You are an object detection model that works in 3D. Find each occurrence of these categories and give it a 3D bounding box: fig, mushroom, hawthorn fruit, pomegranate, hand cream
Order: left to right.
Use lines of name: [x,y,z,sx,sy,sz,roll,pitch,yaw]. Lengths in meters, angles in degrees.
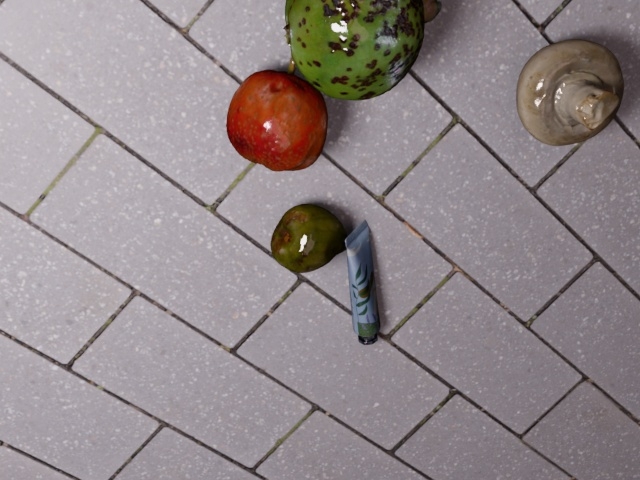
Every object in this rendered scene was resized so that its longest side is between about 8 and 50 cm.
hawthorn fruit: [-0.068,-0.221,1.353,0.179,0.179,0.200,13,98,-19]
fig: [-0.018,-0.002,1.519,0.127,0.185,0.132,8,90,20]
hand cream: [0.085,0.095,1.602,0.058,0.091,0.271,12,124,30]
pomegranate: [0.068,-0.356,1.279,0.271,0.254,0.254,-18,120,-20]
mushroom: [0.470,-0.264,1.444,0.204,0.204,0.204,-6,117,-11]
